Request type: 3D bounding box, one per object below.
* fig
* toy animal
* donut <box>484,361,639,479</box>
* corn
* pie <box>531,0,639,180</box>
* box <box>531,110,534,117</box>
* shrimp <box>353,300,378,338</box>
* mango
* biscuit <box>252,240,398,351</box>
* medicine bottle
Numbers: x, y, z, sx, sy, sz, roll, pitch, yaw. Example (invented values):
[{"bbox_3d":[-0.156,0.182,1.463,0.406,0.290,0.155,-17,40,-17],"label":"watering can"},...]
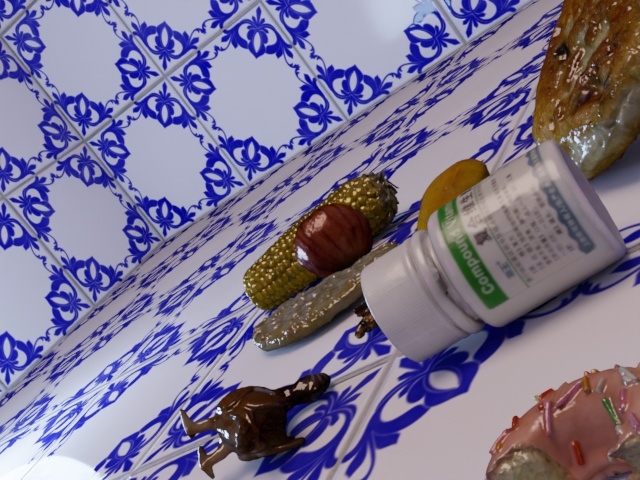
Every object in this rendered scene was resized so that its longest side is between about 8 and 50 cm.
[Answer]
[{"bbox_3d":[0.036,0.008,1.496,0.128,0.150,0.128,23,-90,-83],"label":"fig"},{"bbox_3d":[-0.060,0.199,1.077,0.179,0.089,0.188,-24,4,-9],"label":"toy animal"},{"bbox_3d":[0.183,0.128,0.630,0.166,0.065,0.117,-28,15,34],"label":"donut"},{"bbox_3d":[0.000,0.000,1.628,0.318,0.115,0.115,-37,11,3],"label":"corn"},{"bbox_3d":[0.337,-0.220,1.130,0.315,0.092,0.315,-163,90,-82],"label":"pie"},{"bbox_3d":[0.364,-0.201,1.520,0.054,0.024,0.083,-32,12,18],"label":"box"},{"bbox_3d":[0.068,0.093,1.235,0.091,0.025,0.127,-27,11,43],"label":"shrimp"},{"bbox_3d":[0.185,-0.052,1.345,0.098,0.075,0.190,-35,16,44],"label":"mango"},{"bbox_3d":[-0.009,0.102,1.405,0.290,0.038,0.141,-31,13,35],"label":"biscuit"},{"bbox_3d":[0.166,0.016,0.954,0.237,0.139,0.139,-33,12,21],"label":"medicine bottle"}]
